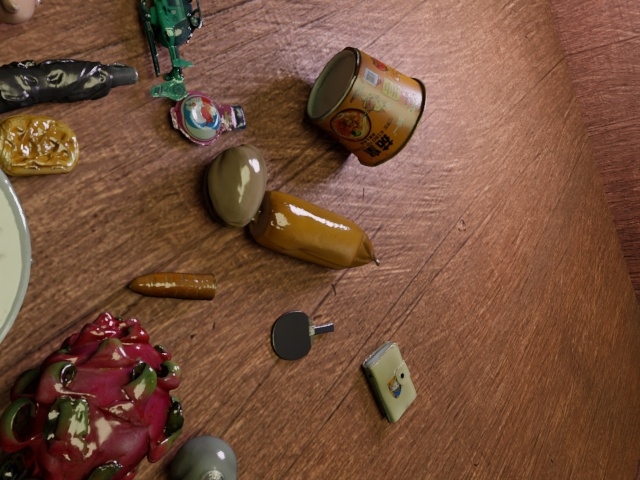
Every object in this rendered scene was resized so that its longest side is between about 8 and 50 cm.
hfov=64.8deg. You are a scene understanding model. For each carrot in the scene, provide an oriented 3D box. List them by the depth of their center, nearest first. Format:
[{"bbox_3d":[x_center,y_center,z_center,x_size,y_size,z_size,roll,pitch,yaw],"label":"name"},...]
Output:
[{"bbox_3d":[-0.233,0.072,0.801,0.139,0.048,0.048,8,80,-42],"label":"carrot"}]

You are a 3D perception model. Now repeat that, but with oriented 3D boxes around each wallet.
[{"bbox_3d":[0.159,0.321,1.157,0.110,0.039,0.155,-34,108,-37],"label":"wallet"}]

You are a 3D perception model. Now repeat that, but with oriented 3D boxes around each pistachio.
[{"bbox_3d":[-0.145,-0.094,0.866,0.113,0.113,0.149,3,92,-44],"label":"pistachio"}]

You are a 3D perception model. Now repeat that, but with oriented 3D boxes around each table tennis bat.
[{"bbox_3d":[-0.034,0.185,1.003,0.158,0.014,0.095,-3,87,-42],"label":"table tennis bat"}]

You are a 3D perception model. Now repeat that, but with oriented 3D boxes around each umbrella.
[{"bbox_3d":[-0.366,-0.217,0.700,0.235,0.059,0.066,-25,126,-45],"label":"umbrella"}]

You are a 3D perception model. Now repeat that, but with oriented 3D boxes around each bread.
[{"bbox_3d":[-0.384,-0.127,0.681,0.110,0.044,0.083,-12,90,-46],"label":"bread"}]

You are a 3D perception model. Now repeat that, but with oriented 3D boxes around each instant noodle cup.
[{"bbox_3d":[0.087,-0.284,1.051,0.172,0.215,0.216,25,68,-30],"label":"instant noodle cup"}]

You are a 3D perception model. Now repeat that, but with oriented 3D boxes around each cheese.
[{"bbox_3d":[-0.193,-0.212,0.877,0.145,0.038,0.096,-14,95,-43],"label":"cheese"}]

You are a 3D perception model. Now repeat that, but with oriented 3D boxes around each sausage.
[{"bbox_3d":[0.003,-0.006,0.998,0.328,0.112,0.112,20,72,-41],"label":"sausage"}]

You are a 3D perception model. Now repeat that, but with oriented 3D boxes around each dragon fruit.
[{"bbox_3d":[-0.300,0.231,0.634,0.198,0.219,0.272,37,54,18],"label":"dragon fruit"}]

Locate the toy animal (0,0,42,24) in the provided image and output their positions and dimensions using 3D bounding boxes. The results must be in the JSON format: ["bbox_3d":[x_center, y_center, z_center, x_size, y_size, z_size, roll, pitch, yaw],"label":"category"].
[{"bbox_3d":[-0.417,-0.345,0.651,0.089,0.083,0.150,-17,86,-31],"label":"toy animal"}]

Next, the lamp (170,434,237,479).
[{"bbox_3d":[-0.180,0.358,0.782,0.105,0.105,0.105,6,81,-43],"label":"lamp"}]

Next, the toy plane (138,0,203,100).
[{"bbox_3d":[-0.246,-0.345,0.828,0.096,0.060,0.235,-9,89,-36],"label":"toy plane"}]

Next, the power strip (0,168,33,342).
[{"bbox_3d":[-0.474,0.018,0.494,0.357,0.161,0.358,6,81,-44],"label":"power strip"}]
